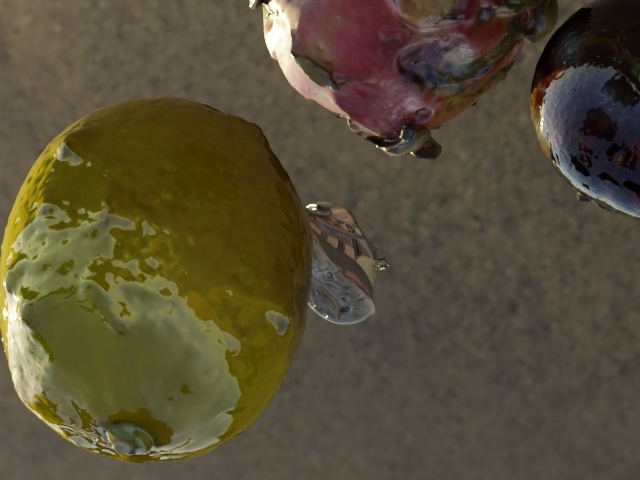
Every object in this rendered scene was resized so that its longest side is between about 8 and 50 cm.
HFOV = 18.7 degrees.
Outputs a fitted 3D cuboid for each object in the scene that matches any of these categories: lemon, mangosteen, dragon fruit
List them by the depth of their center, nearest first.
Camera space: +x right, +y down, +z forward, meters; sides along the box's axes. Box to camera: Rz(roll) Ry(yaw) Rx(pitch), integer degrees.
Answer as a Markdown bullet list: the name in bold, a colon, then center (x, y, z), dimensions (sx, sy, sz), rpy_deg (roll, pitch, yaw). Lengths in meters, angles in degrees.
- **lemon**: center (-0.116, 0.025, 1.375), dimensions (0.233, 0.288, 0.233), rpy_deg (7, 148, 5)
- **mangosteen**: center (0.321, -0.145, 1.738), dimensions (0.231, 0.231, 0.289), rpy_deg (38, 130, 1)
- **dragon fruit**: center (0.083, -0.275, 1.878), dimensions (0.314, 0.296, 0.263), rpy_deg (44, 161, 1)

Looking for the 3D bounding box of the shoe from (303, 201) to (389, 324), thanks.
- **shoe**: center (0.000, 0.000, 2.012), dimensions (0.180, 0.092, 0.089), rpy_deg (43, 139, -13)
